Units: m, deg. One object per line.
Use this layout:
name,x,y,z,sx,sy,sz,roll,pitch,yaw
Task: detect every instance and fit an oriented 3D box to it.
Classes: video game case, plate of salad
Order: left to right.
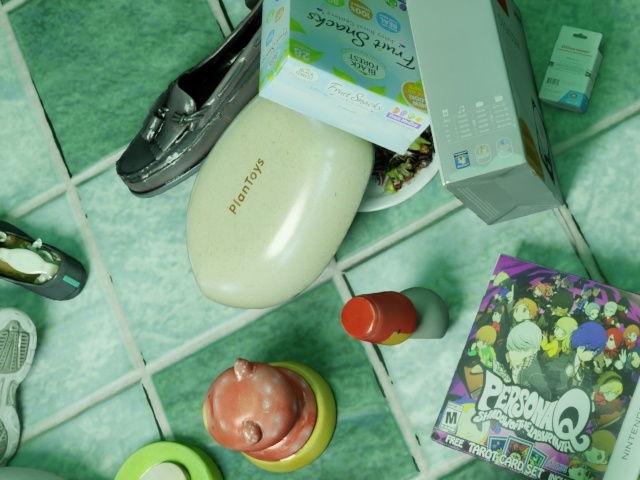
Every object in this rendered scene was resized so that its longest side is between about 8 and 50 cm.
plate of salad,0.049,-0.130,1.908,0.200,0.048,0.200,-5,75,19
video game case,0.247,0.141,1.750,0.232,0.042,0.210,18,83,35

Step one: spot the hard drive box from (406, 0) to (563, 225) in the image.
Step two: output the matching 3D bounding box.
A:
hard drive box,0.168,-0.153,1.798,0.089,0.181,0.232,-16,73,16

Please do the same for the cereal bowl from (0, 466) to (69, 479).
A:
cereal bowl,-0.355,0.414,1.849,0.339,0.141,0.339,-1,86,21

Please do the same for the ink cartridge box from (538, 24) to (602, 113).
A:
ink cartridge box,0.268,-0.181,1.850,0.048,0.028,0.083,16,84,22

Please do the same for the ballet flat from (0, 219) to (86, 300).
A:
ballet flat,-0.364,0.015,2.012,0.203,0.074,0.074,19,84,23

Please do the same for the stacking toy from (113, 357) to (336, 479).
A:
stacking toy,-0.098,0.293,1.816,0.279,0.130,0.309,-26,70,12

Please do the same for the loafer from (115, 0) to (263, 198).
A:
loafer,-0.123,-0.173,1.940,0.302,0.095,0.109,-39,43,10

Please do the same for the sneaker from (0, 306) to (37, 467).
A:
sneaker,-0.398,0.178,1.989,0.115,0.090,0.232,19,91,48

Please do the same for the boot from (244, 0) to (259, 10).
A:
boot,0.008,-0.387,1.963,0.263,0.091,0.229,-9,72,17

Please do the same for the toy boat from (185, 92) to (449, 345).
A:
toy boat,0.000,0.000,1.850,0.318,0.148,0.267,47,113,27

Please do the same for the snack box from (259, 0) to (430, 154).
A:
snack box,0.028,-0.209,1.818,0.070,0.174,0.207,-49,30,41
